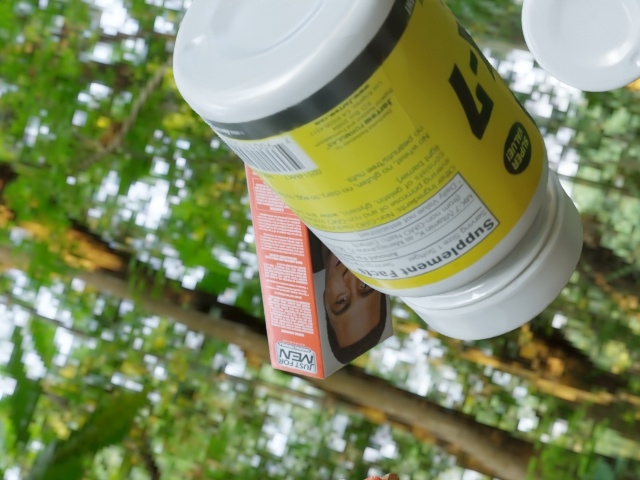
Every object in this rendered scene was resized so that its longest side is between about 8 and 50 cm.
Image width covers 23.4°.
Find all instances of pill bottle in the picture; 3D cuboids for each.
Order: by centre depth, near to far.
[{"bbox_3d":[0.036,-0.048,0.737,0.208,0.119,0.119,46,-122,-39],"label":"pill bottle"},{"bbox_3d":[0.255,-0.220,1.343,0.221,0.124,0.124,-52,-29,-59],"label":"pill bottle"}]

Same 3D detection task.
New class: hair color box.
[{"bbox_3d":[0.000,0.000,0.887,0.072,0.043,0.141,-29,-60,-46],"label":"hair color box"}]

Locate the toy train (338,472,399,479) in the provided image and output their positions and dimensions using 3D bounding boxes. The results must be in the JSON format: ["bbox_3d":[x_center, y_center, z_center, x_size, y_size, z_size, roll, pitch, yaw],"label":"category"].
[{"bbox_3d":[0.040,0.227,1.185,0.166,0.125,0.046,-42,13,49],"label":"toy train"}]
